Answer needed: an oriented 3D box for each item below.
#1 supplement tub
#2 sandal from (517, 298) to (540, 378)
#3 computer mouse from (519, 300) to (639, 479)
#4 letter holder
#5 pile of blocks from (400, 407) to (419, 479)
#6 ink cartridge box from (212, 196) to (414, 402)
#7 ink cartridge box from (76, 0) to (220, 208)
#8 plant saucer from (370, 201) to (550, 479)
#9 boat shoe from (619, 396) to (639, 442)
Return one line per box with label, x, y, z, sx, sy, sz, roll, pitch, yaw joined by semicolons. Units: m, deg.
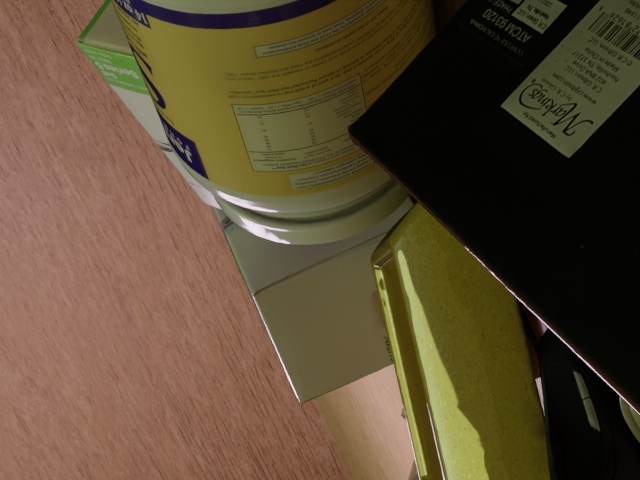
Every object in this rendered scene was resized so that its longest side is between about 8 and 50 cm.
supplement tub;-0.029;-0.172;0.934;0.241;0.241;0.331;56;169;35
sandal;0.167;0.068;1.171;0.180;0.049;0.072;65;171;-16
computer mouse;0.186;0.090;0.852;0.184;0.060;0.262;56;-152;-45
letter holder;0.188;0.010;0.556;0.214;0.152;0.302;38;-173;-37
pile of blocks;0.191;0.272;1.568;0.362;0.149;0.112;85;-160;-46
ink cartridge box;0.000;0.000;1.346;0.270;0.197;0.198;-118;6;-47
ink cartridge box;-0.089;-0.175;1.190;0.115;0.198;0.273;17;156;33
plant saucer;0.113;0.112;1.021;0.333;0.081;0.332;99;158;-85
boat shoe;0.230;0.067;0.819;0.206;0.075;0.065;63;-161;-8
